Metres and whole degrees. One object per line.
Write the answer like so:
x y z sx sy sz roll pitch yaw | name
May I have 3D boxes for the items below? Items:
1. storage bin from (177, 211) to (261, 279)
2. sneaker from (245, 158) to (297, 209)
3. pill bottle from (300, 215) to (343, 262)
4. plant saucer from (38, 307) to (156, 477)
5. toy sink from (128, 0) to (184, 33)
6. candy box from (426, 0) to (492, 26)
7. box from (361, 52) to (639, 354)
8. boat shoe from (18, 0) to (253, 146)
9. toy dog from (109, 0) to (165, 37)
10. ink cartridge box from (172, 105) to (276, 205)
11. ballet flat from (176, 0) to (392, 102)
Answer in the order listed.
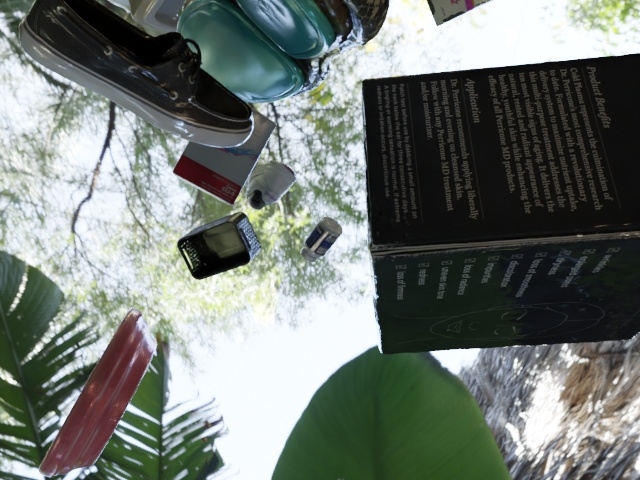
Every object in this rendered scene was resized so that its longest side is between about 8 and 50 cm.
-0.261 0.014 1.539 0.180 0.122 0.084 -19 -166 20 | storage bin
-0.196 -0.172 1.808 0.152 0.114 0.305 -56 -152 -12 | sneaker
0.000 0.000 1.549 0.067 0.120 0.067 27 -147 -19 | pill bottle
-0.407 0.291 1.129 0.084 0.332 0.332 30 -127 -12 | plant saucer
-0.249 -0.445 1.053 0.153 0.131 0.234 6 -128 -47 | toy sink
0.230 -0.467 1.019 0.071 0.159 0.233 -17 -164 33 | candy box
0.316 -0.023 0.971 0.472 0.480 0.297 -3 -116 6 | box
-0.152 -0.164 0.556 0.228 0.076 0.080 25 -140 -27 | boat shoe
-0.343 -0.530 1.340 0.284 0.408 0.395 -44 -158 9 | toy dog
-0.183 -0.172 1.130 0.127 0.128 0.176 28 -92 -13 | ink cartridge box
-0.022 -0.238 0.566 0.164 0.483 0.182 42 -97 -17 | ballet flat
